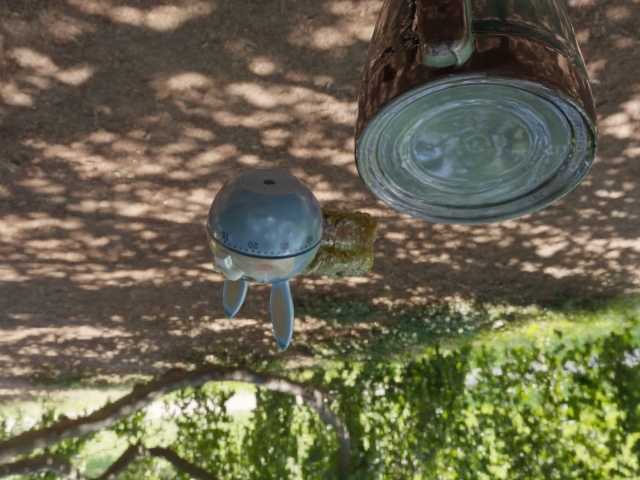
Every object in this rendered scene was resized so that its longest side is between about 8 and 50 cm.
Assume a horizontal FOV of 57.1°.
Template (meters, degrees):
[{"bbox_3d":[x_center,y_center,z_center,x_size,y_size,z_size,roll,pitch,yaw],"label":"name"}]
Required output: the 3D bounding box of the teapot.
[{"bbox_3d":[0.146,-0.226,0.624,0.233,0.312,0.315,-8,146,20],"label":"teapot"}]

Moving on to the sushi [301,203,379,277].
[{"bbox_3d":[0.000,0.000,1.140,0.274,0.139,0.184,9,-179,-24],"label":"sushi"}]

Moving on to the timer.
[{"bbox_3d":[-0.093,0.026,0.812,0.175,0.255,0.175,21,-168,-5],"label":"timer"}]
